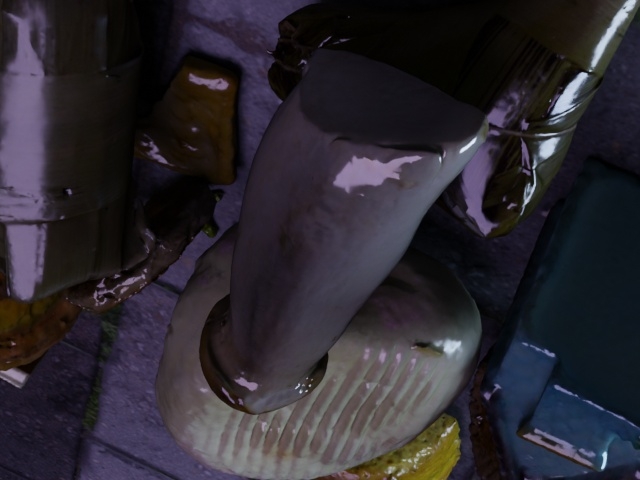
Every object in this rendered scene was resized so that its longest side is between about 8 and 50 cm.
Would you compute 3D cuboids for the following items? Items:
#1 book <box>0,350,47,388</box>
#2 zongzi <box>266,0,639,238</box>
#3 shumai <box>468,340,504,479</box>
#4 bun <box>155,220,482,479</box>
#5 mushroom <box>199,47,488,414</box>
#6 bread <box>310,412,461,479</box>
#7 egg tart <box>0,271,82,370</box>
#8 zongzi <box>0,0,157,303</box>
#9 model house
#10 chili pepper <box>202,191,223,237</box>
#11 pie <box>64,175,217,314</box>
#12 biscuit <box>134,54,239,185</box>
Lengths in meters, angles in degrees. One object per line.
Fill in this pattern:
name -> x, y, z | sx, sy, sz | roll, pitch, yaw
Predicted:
book -> -0.470, 0.027, 1.965 | 0.374, 0.262, 0.028 | 27, 112, -1
zongzi -> 0.113, -0.183, 1.400 | 0.274, 0.145, 0.300 | 34, 122, 15
shumai -> 0.261, 0.186, 1.773 | 0.185, 0.184, 0.218 | -11, 122, -10
bun -> -0.006, 0.100, 1.755 | 0.361, 0.213, 0.361 | -5, 145, -3
mushroom -> -0.007, -0.006, 1.412 | 0.154, 0.137, 0.407 | 32, 136, 0
bread -> 0.028, 0.251, 2.001 | 0.261, 0.147, 0.160 | 22, 149, 7
egg tart -> -0.380, 0.002, 1.819 | 0.288, 0.288, 0.118 | 29, 161, -3
zongzi -> -0.300, -0.215, 1.618 | 0.418, 0.181, 0.447 | 44, 136, 42
model house -> 0.269, 0.123, 1.529 | 0.230, 0.280, 0.249 | 24, 141, 7
chili pepper -> -0.121, -0.030, 1.833 | 0.030, 0.017, 0.083 | 2, 145, -1
pie -> -0.192, 0.007, 1.761 | 0.195, 0.195, 0.046 | -20, 116, 48
biscuit -> -0.165, -0.134, 1.698 | 0.183, 0.039, 0.174 | 18, 147, 12
